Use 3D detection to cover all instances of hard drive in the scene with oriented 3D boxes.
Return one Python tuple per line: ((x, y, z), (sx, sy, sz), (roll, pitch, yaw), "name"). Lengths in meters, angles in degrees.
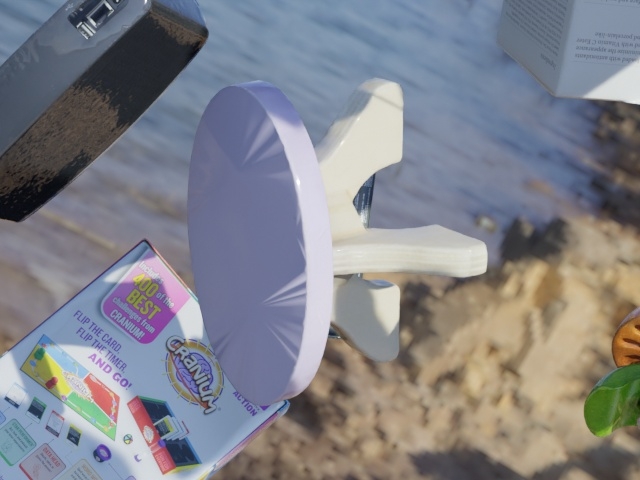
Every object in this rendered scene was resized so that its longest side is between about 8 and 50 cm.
((-0.208, -0.113, 1.408), (0.054, 0.255, 0.172), (49, 10, 15), "hard drive")

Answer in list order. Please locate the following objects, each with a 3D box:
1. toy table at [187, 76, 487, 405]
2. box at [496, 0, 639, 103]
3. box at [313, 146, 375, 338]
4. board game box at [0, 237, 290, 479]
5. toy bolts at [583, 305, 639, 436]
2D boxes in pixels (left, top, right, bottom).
((0.001, -0.007, 1.467), (0.161, 0.274, 0.252), (-14, 34, -35), "toy table")
((0.283, -0.210, 1.635), (0.181, 0.119, 0.182), (2, 22, -16), "box")
((0.000, 0.000, 1.745), (0.045, 0.190, 0.184), (8, 0, -15), "box")
((-0.228, 0.190, 1.827), (0.242, 0.316, 0.064), (49, -12, 7), "board game box")
((0.351, 0.083, 1.358), (0.228, 0.218, 0.158), (22, 49, 12), "toy bolts")
